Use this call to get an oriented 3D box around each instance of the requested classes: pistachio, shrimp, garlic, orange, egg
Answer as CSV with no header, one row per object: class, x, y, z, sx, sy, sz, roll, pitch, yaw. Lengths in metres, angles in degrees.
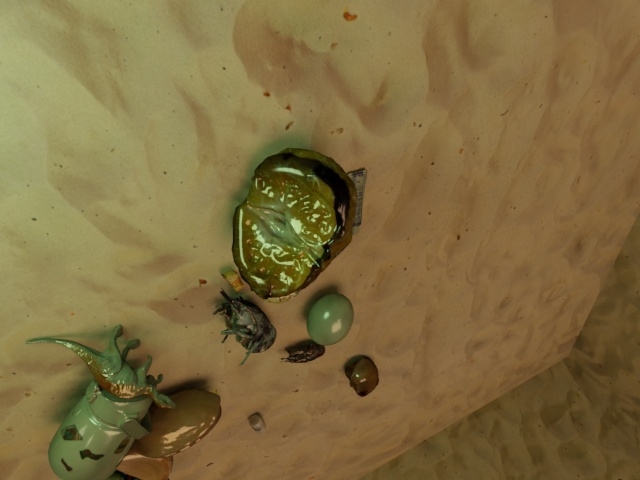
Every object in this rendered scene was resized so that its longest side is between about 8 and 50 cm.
pistachio,0.186,0.581,1.942,0.210,0.131,0.165,28,69,-45
shrimp,-0.224,0.265,1.346,0.137,0.172,0.372,-32,146,5
garlic,-0.608,0.748,1.546,0.245,0.145,0.164,44,55,-39
shrimp,-0.065,0.412,1.659,0.190,0.073,0.074,-14,130,-29
orange,-0.062,-0.049,1.118,0.368,0.271,0.210,-57,172,20
egg,0.033,0.264,1.524,0.149,0.149,0.192,12,113,-40
pistachio,-0.466,0.588,1.478,0.293,0.181,0.162,-17,152,-29

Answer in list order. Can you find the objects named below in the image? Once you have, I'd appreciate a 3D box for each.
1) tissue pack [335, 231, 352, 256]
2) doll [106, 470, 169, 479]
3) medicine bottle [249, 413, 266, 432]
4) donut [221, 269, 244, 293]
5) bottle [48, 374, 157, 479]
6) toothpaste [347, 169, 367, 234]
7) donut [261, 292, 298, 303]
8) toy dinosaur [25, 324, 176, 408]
tissue pack,0.000,0.000,1.279,0.178,0.123,0.127,-43,147,8
doll,-0.675,0.899,1.634,0.322,0.186,0.198,45,72,-33
medicine bottle,-0.256,0.752,1.860,0.052,0.052,0.089,-27,138,-9
donut,-0.242,0.115,1.277,0.038,0.067,0.083,-42,113,-15
bottle,-0.599,0.503,1.304,0.229,0.229,0.351,20,112,-43
toothpaste,0.103,-0.106,1.315,0.062,0.037,0.216,-17,131,-19
donut,-0.117,0.121,1.358,0.175,0.068,0.174,-17,136,-18
toy dinosaur,-0.548,0.310,1.185,0.393,0.205,0.092,29,117,-25
